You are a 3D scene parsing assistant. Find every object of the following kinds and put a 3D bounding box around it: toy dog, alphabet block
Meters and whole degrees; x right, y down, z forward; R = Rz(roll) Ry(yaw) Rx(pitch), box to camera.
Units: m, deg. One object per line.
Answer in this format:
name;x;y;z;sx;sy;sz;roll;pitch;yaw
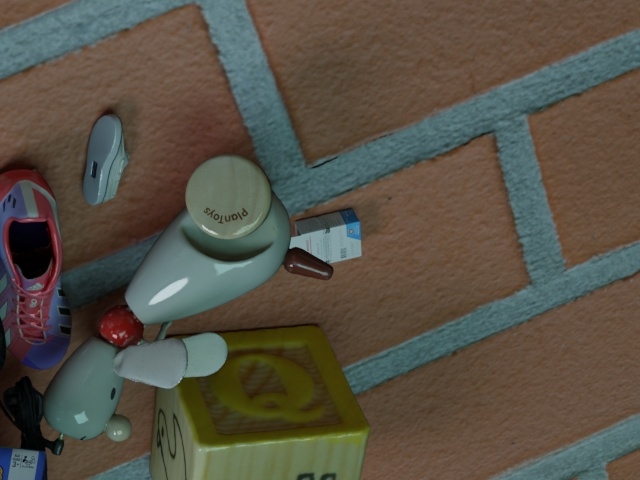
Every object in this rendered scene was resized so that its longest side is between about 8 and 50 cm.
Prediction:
toy dog;-0.115;0.072;1.524;0.161;0.220;0.334;37;111;6
alphabet block;-0.072;0.230;1.697;0.193;0.192;0.197;-5;125;-19

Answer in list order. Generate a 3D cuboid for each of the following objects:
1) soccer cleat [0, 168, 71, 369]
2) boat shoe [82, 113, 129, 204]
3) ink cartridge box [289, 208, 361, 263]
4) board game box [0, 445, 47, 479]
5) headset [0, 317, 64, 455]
soccer cleat;-0.289;0.044;1.539;0.083;0.095;0.248;-8;127;-15
boat shoe;-0.207;-0.081;1.522;0.035;0.035;0.100;-16;130;-45
ink cartridge box;0.000;0.000;1.657;0.083;0.028;0.048;-13;128;-12
board game box;-0.394;0.292;1.555;0.233;0.078;0.347;7;152;-6
headset;-0.392;0.141;1.458;0.243;0.185;0.394;-18;160;23
